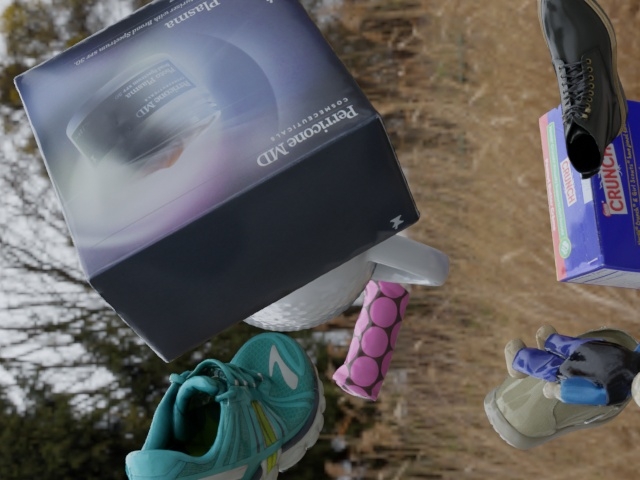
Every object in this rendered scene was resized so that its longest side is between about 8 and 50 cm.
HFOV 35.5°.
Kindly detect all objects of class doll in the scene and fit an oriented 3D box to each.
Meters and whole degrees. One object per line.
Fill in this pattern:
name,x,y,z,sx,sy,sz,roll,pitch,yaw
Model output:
doll,0.244,0.111,0.880,0.189,0.129,0.046,13,123,69

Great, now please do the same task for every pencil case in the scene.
pencil case,0.086,0.168,1.740,0.095,0.098,0.209,33,-108,-48

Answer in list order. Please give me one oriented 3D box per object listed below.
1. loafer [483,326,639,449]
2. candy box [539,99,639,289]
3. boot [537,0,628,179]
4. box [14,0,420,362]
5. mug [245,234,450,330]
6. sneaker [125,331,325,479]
loafer,0.295,0.156,1.112,0.102,0.269,0.092,56,134,17
candy box,0.499,-0.062,1.494,0.122,0.317,0.268,144,129,-61
boot,0.289,-0.179,1.116,0.198,0.077,0.137,59,-143,-19
box,-0.106,-0.093,0.999,0.294,0.296,0.182,60,179,36
mug,0.000,0.000,1.421,0.328,0.374,0.276,119,166,-82
sneaker,-0.070,0.140,0.795,0.275,0.107,0.110,-55,-44,-62
